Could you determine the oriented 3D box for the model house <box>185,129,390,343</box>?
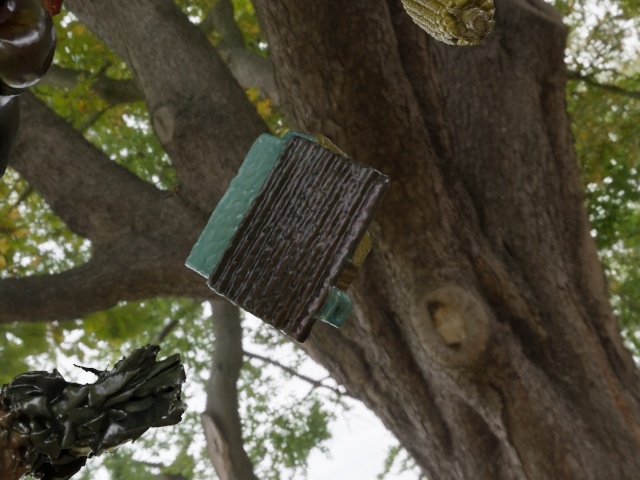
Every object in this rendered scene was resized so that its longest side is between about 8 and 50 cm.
[{"bbox_3d":[0.000,0.000,1.018,0.230,0.249,0.280,34,-97,-45],"label":"model house"}]

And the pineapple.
[{"bbox_3d":[-0.137,0.090,0.334,0.159,0.074,0.074,-12,-27,-37],"label":"pineapple"}]

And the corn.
[{"bbox_3d":[0.233,-0.442,1.320,0.119,0.322,0.119,-5,-64,-10],"label":"corn"}]

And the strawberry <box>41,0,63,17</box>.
[{"bbox_3d":[-0.531,-0.531,1.284,0.174,0.098,0.228,-57,-18,-20],"label":"strawberry"}]

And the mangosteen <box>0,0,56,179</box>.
[{"bbox_3d":[-0.338,-0.153,0.542,0.287,0.233,0.287,-56,6,9],"label":"mangosteen"}]
